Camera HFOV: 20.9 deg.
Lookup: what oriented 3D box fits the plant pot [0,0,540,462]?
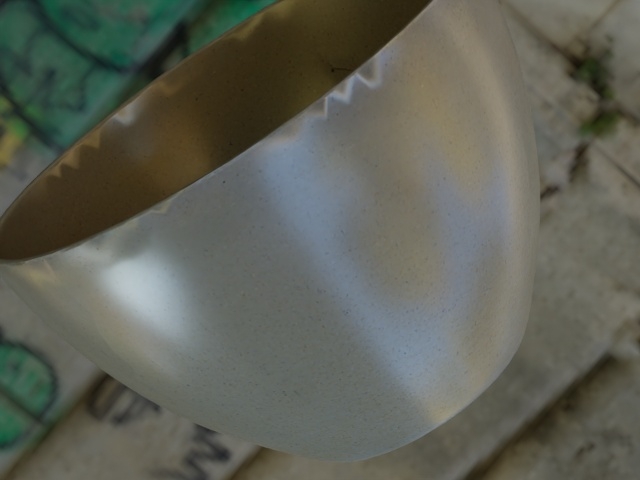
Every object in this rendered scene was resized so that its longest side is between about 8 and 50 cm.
[{"bbox_3d":[0.000,0.000,0.888,0.284,0.191,0.284,-30,-163,11],"label":"plant pot"}]
